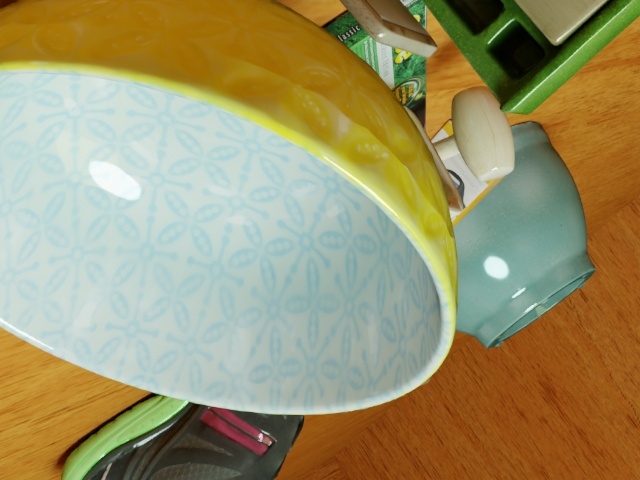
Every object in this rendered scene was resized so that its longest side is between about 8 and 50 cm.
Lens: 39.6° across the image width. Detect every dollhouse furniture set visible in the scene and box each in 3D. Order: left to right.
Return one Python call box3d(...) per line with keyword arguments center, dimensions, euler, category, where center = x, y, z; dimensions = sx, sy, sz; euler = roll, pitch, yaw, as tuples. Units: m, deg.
box3d(center=(0.132, -0.220, 0.409), dimensions=(0.301, 0.151, 0.198), euler=(-43, 161, 25), category="dollhouse furniture set")

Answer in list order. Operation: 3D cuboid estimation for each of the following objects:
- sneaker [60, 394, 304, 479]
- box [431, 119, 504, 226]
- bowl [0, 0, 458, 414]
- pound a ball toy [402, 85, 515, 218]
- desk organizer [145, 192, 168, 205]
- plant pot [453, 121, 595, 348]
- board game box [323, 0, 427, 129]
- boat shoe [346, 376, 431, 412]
box3d(center=(-0.097, 0.241, 1.137), dimensions=(0.483, 0.202, 0.185), euler=(-37, 164, 7), category="sneaker")
box3d(center=(0.130, -0.058, 0.968), dimensions=(0.028, 0.081, 0.136), euler=(-19, 157, -45), category="box")
box3d(center=(-0.060, -0.040, 0.471), dimensions=(0.289, 0.290, 0.156), euler=(118, -10, -57), category="bowl")
box3d(center=(0.000, 0.000, 0.699), dimensions=(0.319, 0.135, 0.208), euler=(-33, 161, 23), category="pound a ball toy")
box3d(center=(-0.144, -0.010, 0.624), dimensions=(0.130, 0.050, 0.047), euler=(-26, 135, 26), category="desk organizer")
box3d(center=(0.230, 0.016, 1.164), dimensions=(0.293, 0.196, 0.293), euler=(-31, 163, -11), category="plant pot")
box3d(center=(0.027, -0.106, 0.735), dimensions=(0.136, 0.030, 0.259), euler=(-32, 163, -4), category="board game box")
box3d(center=(0.032, 0.192, 1.287), dimensions=(0.123, 0.119, 0.324), euler=(-16, 174, -40), category="boat shoe")
